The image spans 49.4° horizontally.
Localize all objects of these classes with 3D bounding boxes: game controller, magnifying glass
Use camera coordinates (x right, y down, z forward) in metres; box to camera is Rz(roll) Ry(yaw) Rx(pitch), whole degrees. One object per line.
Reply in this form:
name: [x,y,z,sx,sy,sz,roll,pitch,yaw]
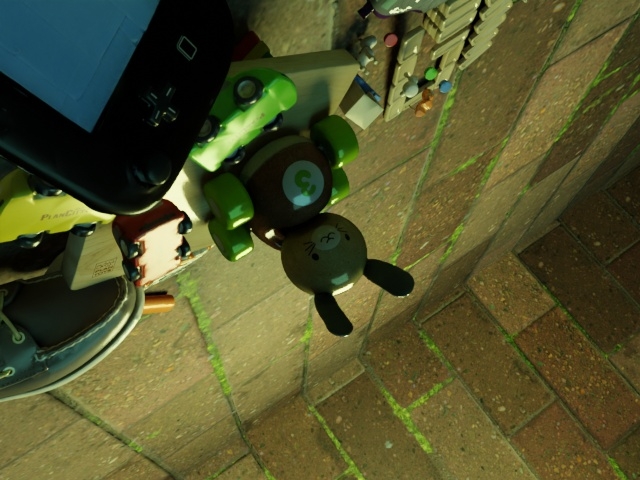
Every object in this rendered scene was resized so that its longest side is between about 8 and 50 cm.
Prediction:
game controller: [-0.163,-0.141,0.341,0.166,0.067,0.319,-60,142,-8]
magnifying glass: [-0.282,0.090,0.946,0.092,0.026,0.231,-44,159,19]

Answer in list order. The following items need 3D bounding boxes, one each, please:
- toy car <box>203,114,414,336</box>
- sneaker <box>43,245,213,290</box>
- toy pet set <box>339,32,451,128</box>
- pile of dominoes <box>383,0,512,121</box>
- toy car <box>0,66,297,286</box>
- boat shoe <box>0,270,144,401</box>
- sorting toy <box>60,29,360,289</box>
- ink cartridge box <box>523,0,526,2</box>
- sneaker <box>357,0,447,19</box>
toy car: [0.000,0.000,0.693,0.155,0.188,0.149,-31,161,-18]
sneaker: [-0.221,0.029,0.825,0.215,0.084,0.083,-22,175,-23]
toy pet set: [0.072,-0.192,0.842,0.114,0.065,0.122,-44,133,19]
pile of dominoes: [0.164,-0.270,0.910,0.196,0.040,0.251,-35,169,-9]
toy car: [-0.118,-0.063,0.547,0.225,0.053,0.239,-39,162,4]
boat shoe: [-0.340,0.103,0.698,0.325,0.116,0.096,-22,157,-7]
sorting toy: [-0.126,-0.092,0.686,0.257,0.089,0.255,-20,155,-41]
ink cartridge box: [0.140,-0.324,0.466,0.097,0.188,0.255,-35,163,-11]
sneaker: [0.139,-0.294,0.747,0.224,0.083,0.098,-23,180,-30]
